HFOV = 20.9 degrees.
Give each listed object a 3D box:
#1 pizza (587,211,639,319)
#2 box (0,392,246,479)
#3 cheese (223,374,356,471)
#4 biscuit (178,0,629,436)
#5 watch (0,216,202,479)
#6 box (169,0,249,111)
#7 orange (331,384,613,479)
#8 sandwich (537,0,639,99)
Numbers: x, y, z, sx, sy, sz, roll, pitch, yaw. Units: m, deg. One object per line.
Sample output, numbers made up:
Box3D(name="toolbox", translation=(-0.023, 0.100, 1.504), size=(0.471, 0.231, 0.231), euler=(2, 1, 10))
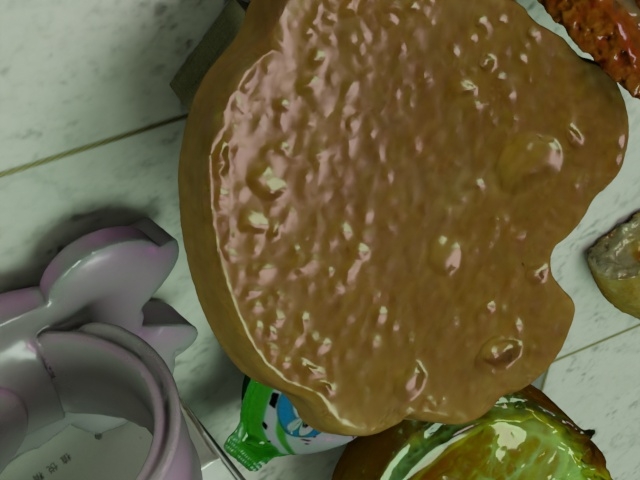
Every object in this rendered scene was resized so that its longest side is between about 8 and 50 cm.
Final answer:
Box3D(name="pizza", translation=(0.394, -0.001, 1.674), size=(0.289, 0.081, 0.229), euler=(9, 124, -45))
Box3D(name="box", translation=(-0.188, 0.257, 1.419), size=(0.274, 0.116, 0.203), euler=(-35, 145, -4))
Box3D(name="cheese", translation=(0.044, 0.069, 1.440), size=(0.320, 0.083, 0.204), euler=(-44, 149, -4))
Box3D(name="biscuit", translation=(0.060, -0.025, 1.163), size=(0.351, 0.057, 0.312), euler=(-2, 99, -34))
Box3D(name="watch", translation=(-0.168, 0.143, 1.218), size=(0.248, 0.217, 0.211), euler=(-27, 144, -14))
Box3D(name="box", translation=(-0.047, -0.118, 1.186), size=(0.083, 0.035, 0.079), euler=(14, 121, -50))
Box3D(name="orange", translation=(0.124, 0.243, 1.618), size=(0.262, 0.196, 0.334), euler=(-56, 148, 0))
Box3D(name="sandwich", translation=(0.237, -0.176, 1.244), size=(0.109, 0.212, 0.292), euler=(-36, 168, 28))
